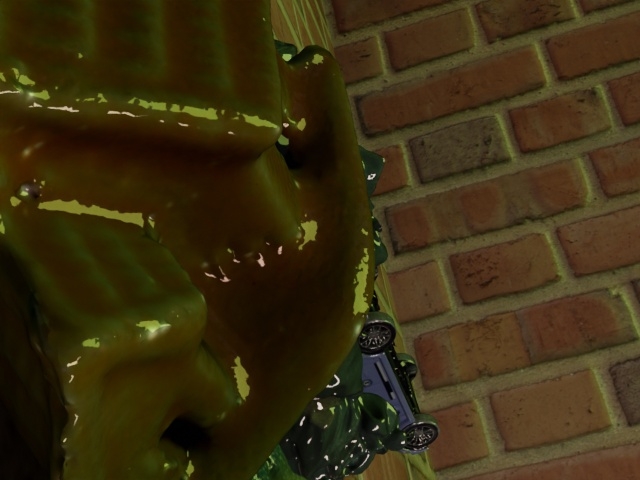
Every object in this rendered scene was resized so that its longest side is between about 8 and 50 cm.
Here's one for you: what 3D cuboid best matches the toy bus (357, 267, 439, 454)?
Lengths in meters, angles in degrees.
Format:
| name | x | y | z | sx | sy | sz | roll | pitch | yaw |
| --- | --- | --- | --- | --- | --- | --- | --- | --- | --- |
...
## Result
| name | x | y | z | sx | sy | sz | roll | pitch | yaw |
| --- | --- | --- | --- | --- | --- | --- | --- | --- | --- |
| toy bus | 0.043 | 0.149 | 1.093 | 0.125 | 0.133 | 0.292 | -104 | 172 | -49 |

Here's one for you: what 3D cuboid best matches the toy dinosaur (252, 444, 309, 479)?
| name | x | y | z | sx | sy | sz | roll | pitch | yaw |
| --- | --- | --- | --- | --- | --- | --- | --- | --- | --- |
| toy dinosaur | -0.062 | 0.159 | 0.536 | 0.147 | 0.076 | 0.363 | 52 | 31 | -49 |

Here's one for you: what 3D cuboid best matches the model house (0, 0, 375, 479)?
| name | x | y | z | sx | sy | sz | roll | pitch | yaw |
| --- | --- | --- | --- | --- | --- | --- | --- | --- | --- |
| model house | -0.078 | -0.022 | 0.402 | 0.239 | 0.173 | 0.268 | 60 | 18 | -59 |

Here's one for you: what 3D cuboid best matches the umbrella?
| name | x | y | z | sx | sy | sz | roll | pitch | yaw |
| --- | --- | --- | --- | --- | --- | --- | --- | --- | --- |
| umbrella | -0.021 | 0.028 | 0.645 | 0.094 | 0.143 | 0.349 | -109 | -170 | -64 |
